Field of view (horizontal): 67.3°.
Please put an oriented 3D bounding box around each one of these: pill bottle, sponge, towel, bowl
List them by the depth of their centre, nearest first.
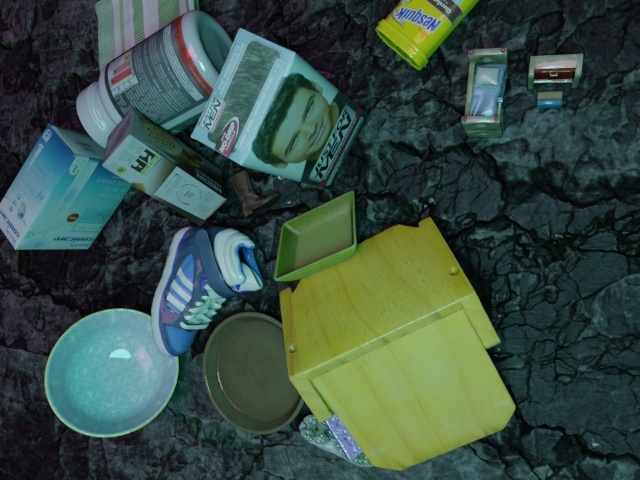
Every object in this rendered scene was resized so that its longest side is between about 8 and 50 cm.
[{"bbox_3d":[0.048,0.329,1.000,0.117,0.031,0.210,-31,74,-16],"label":"sponge"},{"bbox_3d":[-0.371,-0.352,1.117,0.363,0.210,0.210,-20,82,21],"label":"pill bottle"},{"bbox_3d":[-0.500,0.324,1.176,0.289,0.289,0.156,65,153,10],"label":"bowl"},{"bbox_3d":[-0.446,-0.578,1.222,0.324,0.038,0.248,-17,72,22],"label":"towel"}]

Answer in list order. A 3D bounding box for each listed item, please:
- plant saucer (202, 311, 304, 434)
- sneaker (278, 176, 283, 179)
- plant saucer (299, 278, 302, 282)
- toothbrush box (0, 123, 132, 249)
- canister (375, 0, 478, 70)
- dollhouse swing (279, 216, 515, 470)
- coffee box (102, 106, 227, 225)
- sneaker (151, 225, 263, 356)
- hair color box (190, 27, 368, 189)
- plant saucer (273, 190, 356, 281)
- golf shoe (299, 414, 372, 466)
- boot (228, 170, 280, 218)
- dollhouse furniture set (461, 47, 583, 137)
[{"bbox_3d":[-0.148,0.301,1.108,0.277,0.041,0.278,0,90,22],"label":"plant saucer"},{"bbox_3d":[-0.100,-0.177,1.098,0.037,0.032,0.083,-33,76,20],"label":"sneaker"},{"bbox_3d":[0.035,0.105,1.040,0.168,0.029,0.168,-1,88,23],"label":"plant saucer"},{"bbox_3d":[-0.638,-0.122,1.223,0.126,0.216,0.295,46,105,17],"label":"toothbrush box"},{"bbox_3d":[0.210,-0.445,0.950,0.126,0.073,0.170,46,104,16],"label":"canister"},{"bbox_3d":[0.154,0.207,0.944,0.346,0.305,0.315,-29,37,11],"label":"dollhouse swing"},{"bbox_3d":[-0.337,-0.159,1.063,0.098,0.246,0.141,-41,37,17],"label":"coffee box"},{"bbox_3d":[-0.248,0.126,1.099,0.236,0.130,0.323,7,86,29],"label":"sneaker"},{"bbox_3d":[-0.050,-0.215,0.891,0.113,0.374,0.185,31,101,20],"label":"hair color box"},{"bbox_3d":[0.000,0.000,1.003,0.188,0.188,0.045,-24,124,21],"label":"plant saucer"},{"bbox_3d":[0.037,0.425,1.024,0.176,0.086,0.069,27,61,2],"label":"golf shoe"},{"bbox_3d":[-0.157,-0.124,1.122,0.106,0.037,0.114,-28,74,18],"label":"boot"},{"bbox_3d":[0.357,-0.259,0.854,0.183,0.129,0.129,5,92,23],"label":"dollhouse furniture set"}]
